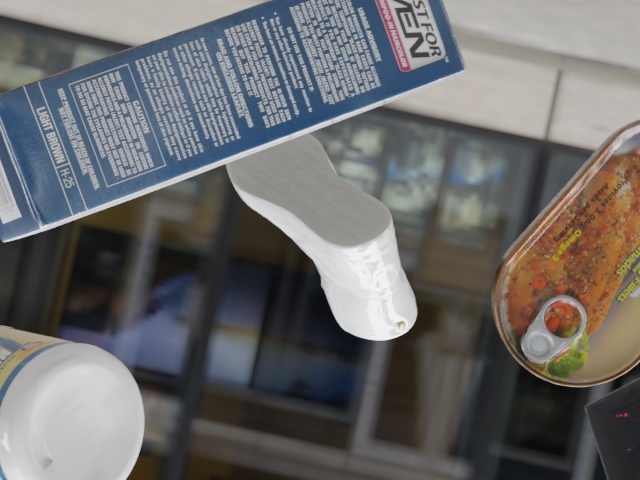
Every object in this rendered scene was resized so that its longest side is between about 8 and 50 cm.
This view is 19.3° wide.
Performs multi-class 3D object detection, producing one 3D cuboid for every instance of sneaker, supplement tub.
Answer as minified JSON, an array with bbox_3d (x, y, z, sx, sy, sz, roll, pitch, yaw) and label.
[{"bbox_3d":[0.000,0.000,1.988,0.108,0.169,0.292,-29,-143,-12],"label":"sneaker"},{"bbox_3d":[-0.265,0.151,1.650,0.144,0.144,0.200,14,175,-42],"label":"supplement tub"}]

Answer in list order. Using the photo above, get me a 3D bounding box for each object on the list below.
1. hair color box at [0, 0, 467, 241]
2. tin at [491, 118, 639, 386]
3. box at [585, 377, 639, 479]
[{"bbox_3d":[-0.085,-0.108,1.423,0.347,0.105,0.174,-21,-176,-19],"label":"hair color box"},{"bbox_3d":[0.187,0.006,1.167,0.106,0.189,0.040,42,-179,-1],"label":"tin"},{"bbox_3d":[0.371,0.162,1.478,0.270,0.165,0.143,-31,136,20],"label":"box"}]
